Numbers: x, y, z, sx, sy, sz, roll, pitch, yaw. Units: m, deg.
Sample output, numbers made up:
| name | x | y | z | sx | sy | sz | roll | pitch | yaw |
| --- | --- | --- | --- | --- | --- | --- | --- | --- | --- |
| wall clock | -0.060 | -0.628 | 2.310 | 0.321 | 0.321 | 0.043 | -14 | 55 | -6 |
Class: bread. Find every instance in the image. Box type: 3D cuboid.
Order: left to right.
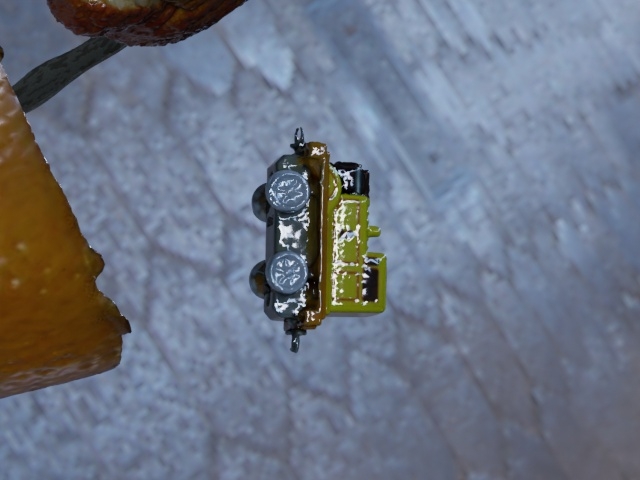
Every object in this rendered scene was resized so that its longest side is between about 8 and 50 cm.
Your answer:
| name | x | y | z | sx | sy | sz | roll | pitch | yaw |
| --- | --- | --- | --- | --- | --- | --- | --- | --- | --- |
| bread | -0.097 | -0.183 | 1.220 | 0.095 | 0.139 | 0.269 | 42 | 14 | -1 |

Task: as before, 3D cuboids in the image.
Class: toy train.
| name | x | y | z | sx | sy | sz | roll | pitch | yaw |
| --- | --- | --- | --- | --- | --- | --- | --- | --- | --- |
| toy train | 0.000 | 0.000 | 1.773 | 0.089 | 0.127 | 0.219 | 153 | -61 | -73 |

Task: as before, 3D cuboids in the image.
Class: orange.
| name | x | y | z | sx | sy | sz | roll | pitch | yaw |
| --- | --- | --- | --- | --- | --- | --- | --- | --- | --- |
| orange | -0.214 | -0.071 | 0.882 | 0.274 | 0.274 | 0.310 | 36 | 43 | -44 |

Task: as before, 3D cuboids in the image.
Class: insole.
| name | x | y | z | sx | sy | sz | roll | pitch | yaw |
| --- | --- | --- | --- | --- | --- | --- | --- | --- | --- |
| insole | -0.228 | -0.154 | 1.642 | 0.006 | 0.193 | 0.065 | 45 | 32 | -31 |
